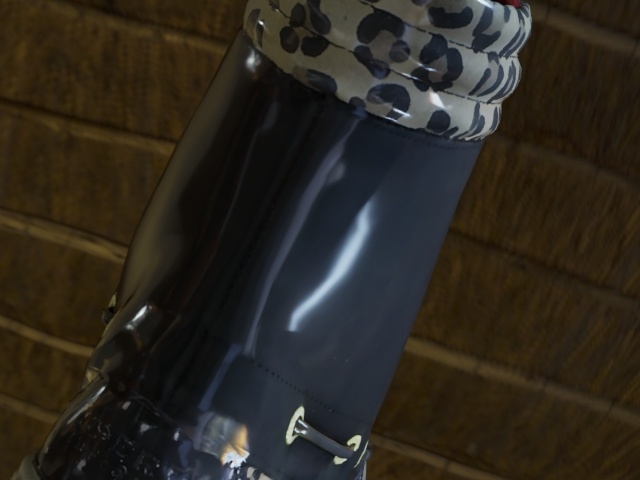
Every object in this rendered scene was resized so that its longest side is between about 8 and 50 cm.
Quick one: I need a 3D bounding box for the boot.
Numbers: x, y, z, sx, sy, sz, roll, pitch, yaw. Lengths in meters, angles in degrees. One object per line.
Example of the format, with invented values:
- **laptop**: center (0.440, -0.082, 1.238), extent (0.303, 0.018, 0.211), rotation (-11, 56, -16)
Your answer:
- **boot**: center (0.001, 0.001, 0.479), extent (0.085, 0.236, 0.178), rotation (28, -79, 7)
